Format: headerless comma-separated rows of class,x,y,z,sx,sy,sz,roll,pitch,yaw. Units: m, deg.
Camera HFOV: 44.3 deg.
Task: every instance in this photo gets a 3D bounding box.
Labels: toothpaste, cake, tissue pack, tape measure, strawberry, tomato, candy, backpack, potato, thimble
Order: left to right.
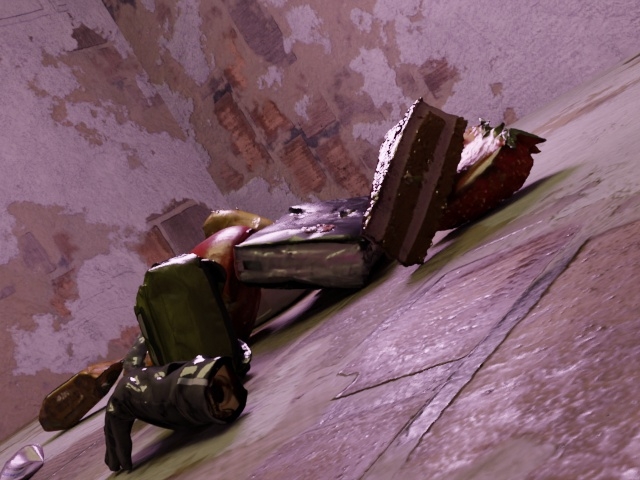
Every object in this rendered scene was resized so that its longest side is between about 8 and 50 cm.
toothpaste,-0.580,0.443,1.475,0.075,0.048,0.301,-28,5,-1
candy,-0.581,0.370,1.944,0.271,0.101,0.143,-38,4,15
thimble,-0.269,0.202,1.389,0.151,0.127,0.118,-53,5,-17
backpack,-0.197,0.134,1.183,0.140,0.207,0.253,-17,-10,-18
tomato,-0.192,0.078,1.499,0.139,0.233,0.200,11,22,12
potato,-0.160,0.029,1.949,0.191,0.296,0.141,-46,22,25
tape measure,-0.139,0.109,1.750,0.258,0.130,0.265,-37,11,-34
tissue pack,0.000,0.000,1.446,0.244,0.123,0.332,-2,12,15
cake,0.137,-0.085,1.229,0.113,0.116,0.295,-42,21,51
strawberry,0.253,-0.084,1.272,0.228,0.098,0.174,-53,22,-6

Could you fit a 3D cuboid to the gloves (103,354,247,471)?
gloves,-0.189,0.205,0.971,0.142,0.119,0.285,11,-34,-44

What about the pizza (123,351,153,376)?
pizza,-0.386,0.266,1.946,0.229,0.081,0.289,-47,5,-5
